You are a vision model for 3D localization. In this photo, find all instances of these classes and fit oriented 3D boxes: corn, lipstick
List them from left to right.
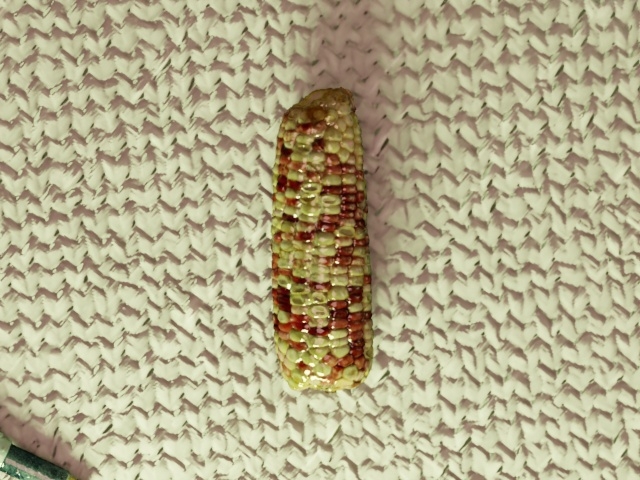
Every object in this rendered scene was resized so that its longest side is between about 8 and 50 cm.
[{"bbox_3d":[-0.253,0.197,1.465,0.116,0.037,0.037,28,96,-6],"label":"lipstick"},{"bbox_3d":[0.000,0.000,1.409,0.086,0.086,0.253,-1,96,2],"label":"corn"}]
